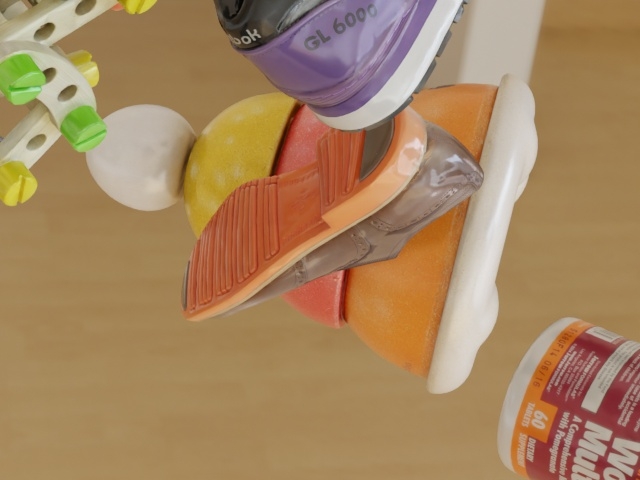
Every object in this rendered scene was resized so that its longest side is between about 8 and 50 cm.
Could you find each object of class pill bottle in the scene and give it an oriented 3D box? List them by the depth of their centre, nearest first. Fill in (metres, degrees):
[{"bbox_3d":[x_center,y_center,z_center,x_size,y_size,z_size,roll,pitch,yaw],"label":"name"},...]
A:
[{"bbox_3d":[0.243,0.145,1.124,0.221,0.121,0.121,23,35,28],"label":"pill bottle"}]

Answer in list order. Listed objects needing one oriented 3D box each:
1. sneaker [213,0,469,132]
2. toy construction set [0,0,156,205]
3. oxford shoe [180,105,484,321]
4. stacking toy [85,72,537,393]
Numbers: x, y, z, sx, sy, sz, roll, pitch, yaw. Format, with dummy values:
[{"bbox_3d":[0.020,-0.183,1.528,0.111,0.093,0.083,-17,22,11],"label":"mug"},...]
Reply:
[{"bbox_3d":[0.043,-0.206,0.857,0.124,0.283,0.107,34,-13,-39],"label":"sneaker"},{"bbox_3d":[-0.145,-0.188,1.158,0.151,0.215,0.328,35,69,20],"label":"toy construction set"},{"bbox_3d":[0.000,0.000,1.560,0.132,0.363,0.130,25,52,-33],"label":"oxford shoe"},{"bbox_3d":[-0.025,-0.053,1.764,0.479,0.351,0.351,14,32,5],"label":"stacking toy"}]
